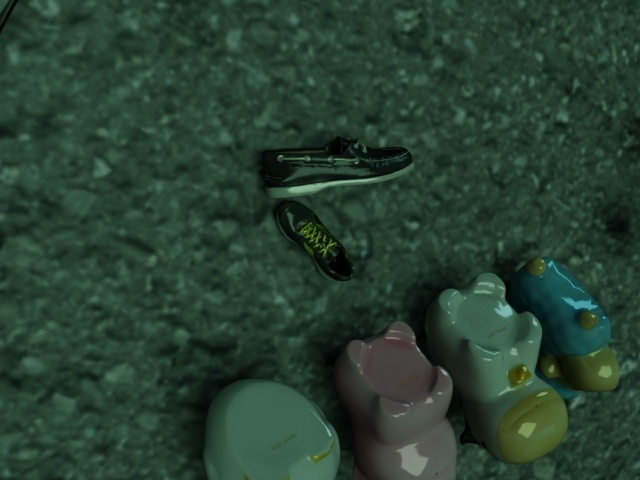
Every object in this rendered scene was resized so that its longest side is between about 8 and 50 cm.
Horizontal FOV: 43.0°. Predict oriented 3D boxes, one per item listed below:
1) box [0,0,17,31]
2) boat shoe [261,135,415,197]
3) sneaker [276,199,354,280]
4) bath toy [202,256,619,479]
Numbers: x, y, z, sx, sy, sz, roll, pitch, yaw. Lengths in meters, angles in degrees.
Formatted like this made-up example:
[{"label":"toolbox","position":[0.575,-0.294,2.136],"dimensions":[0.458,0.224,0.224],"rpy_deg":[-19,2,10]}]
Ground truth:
[{"label":"box","position":[-0.341,-0.153,0.436],"dimensions":[0.307,0.076,0.242],"rpy_deg":[29,85,-25]},{"label":"boat shoe","position":[0.014,-0.062,0.631],"dimensions":[0.125,0.046,0.038],"rpy_deg":[-11,106,-15]},{"label":"sneaker","position":[0.000,0.000,0.636],"dimensions":[0.031,0.035,0.083],"rpy_deg":[-48,113,-13]},{"label":"bath toy","position":[0.073,0.137,0.646],"dimensions":[0.348,0.129,0.151],"rpy_deg":[-18,60,-24]}]
